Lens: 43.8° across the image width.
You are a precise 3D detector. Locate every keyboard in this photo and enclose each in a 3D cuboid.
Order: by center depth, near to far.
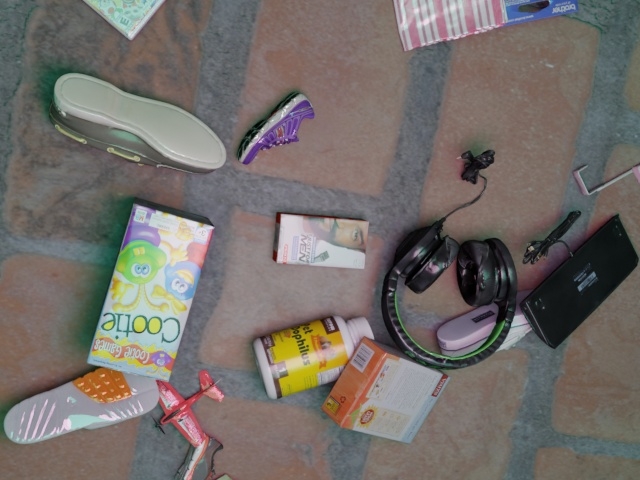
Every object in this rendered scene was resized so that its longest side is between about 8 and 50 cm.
[{"bbox_3d":[0.492,0.047,1.549,0.317,0.033,0.202,-36,104,-27],"label":"keyboard"}]

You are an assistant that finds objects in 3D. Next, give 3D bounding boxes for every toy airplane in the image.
[{"bbox_3d":[-0.245,0.299,1.474,0.151,0.028,0.151,0,85,-1],"label":"toy airplane"}]

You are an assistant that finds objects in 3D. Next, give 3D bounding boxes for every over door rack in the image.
[{"bbox_3d":[0.686,-0.132,1.512,0.324,0.239,0.108,-16,95,-10],"label":"over door rack"}]

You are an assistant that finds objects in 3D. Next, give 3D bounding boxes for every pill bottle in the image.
[{"bbox_3d":[-0.010,0.209,1.469,0.214,0.117,0.117,-16,100,-10],"label":"pill bottle"}]

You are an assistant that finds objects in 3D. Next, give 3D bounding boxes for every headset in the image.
[{"bbox_3d":[0.255,0.036,1.458,0.243,0.185,0.395,14,73,-6],"label":"headset"}]

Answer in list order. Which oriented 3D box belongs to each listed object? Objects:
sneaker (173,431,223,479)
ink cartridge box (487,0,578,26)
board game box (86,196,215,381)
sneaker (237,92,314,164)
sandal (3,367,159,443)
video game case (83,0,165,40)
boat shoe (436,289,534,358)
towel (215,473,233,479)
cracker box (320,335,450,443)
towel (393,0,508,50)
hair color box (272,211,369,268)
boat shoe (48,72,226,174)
[{"bbox_3d":[-0.229,0.441,1.485,0.064,0.061,0.158,26,92,-20],"label":"sneaker"},{"bbox_3d":[0.363,-0.561,1.476,0.185,0.065,0.311,-14,97,-9],"label":"ink cartridge box"},{"bbox_3d":[-0.293,0.080,1.379,0.142,0.144,0.276,17,94,-14],"label":"board game box"},{"bbox_3d":[-0.078,-0.191,1.430,0.170,0.068,0.071,-42,109,-5],"label":"sneaker"},{"bbox_3d":[-0.423,0.290,1.413,0.265,0.076,0.102,-13,76,-21],"label":"sandal"},{"bbox_3d":[-0.333,-0.495,1.356,0.206,0.026,0.227,40,88,-14],"label":"video game case"},{"bbox_3d":[0.350,0.173,1.564,0.258,0.095,0.084,-18,117,-6],"label":"boat shoe"},{"bbox_3d":[-0.194,0.504,1.451,0.152,0.113,0.023,-25,141,-41],"label":"towel"},{"bbox_3d":[0.125,0.281,1.474,0.232,0.067,0.156,28,94,-46],"label":"cracker box"},{"bbox_3d":[0.231,-0.439,1.449,0.196,0.029,0.144,-12,99,11],"label":"towel"},{"bbox_3d":[0.000,0.000,1.477,0.167,0.053,0.093,4,96,-14],"label":"hair color box"},{"bbox_3d":[-0.313,-0.185,1.368,0.304,0.091,0.109,22,50,-18],"label":"boat shoe"}]
